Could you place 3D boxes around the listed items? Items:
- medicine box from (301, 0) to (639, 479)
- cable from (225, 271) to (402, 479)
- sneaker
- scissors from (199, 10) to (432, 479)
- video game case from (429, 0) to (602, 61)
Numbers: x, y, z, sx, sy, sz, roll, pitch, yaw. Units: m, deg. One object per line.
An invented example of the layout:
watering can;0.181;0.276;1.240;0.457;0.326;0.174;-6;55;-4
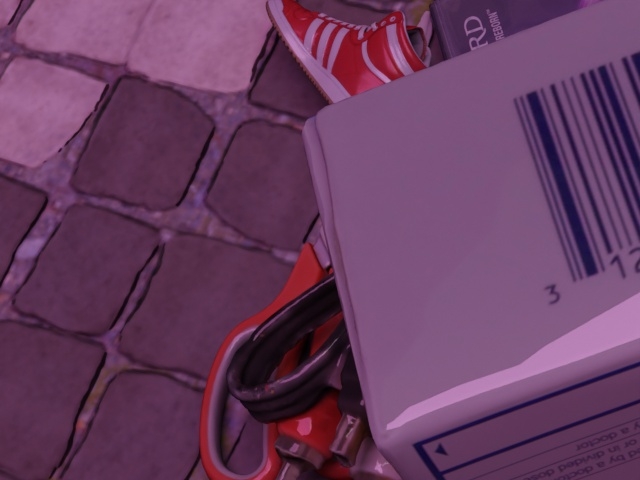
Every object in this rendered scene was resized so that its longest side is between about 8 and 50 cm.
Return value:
medicine box;0.171;0.034;0.756;0.263;0.289;0.149;-21;55;11
cable;0.055;0.020;0.983;0.139;0.072;0.287;10;58;35
sneaker;0.019;-0.113;1.073;0.067;0.042;0.118;-39;53;5
scissors;0.000;0.000;1.040;0.109;0.021;0.297;-2;64;17
video game case;0.211;-0.092;1.018;0.274;0.026;0.196;-19;59;9
